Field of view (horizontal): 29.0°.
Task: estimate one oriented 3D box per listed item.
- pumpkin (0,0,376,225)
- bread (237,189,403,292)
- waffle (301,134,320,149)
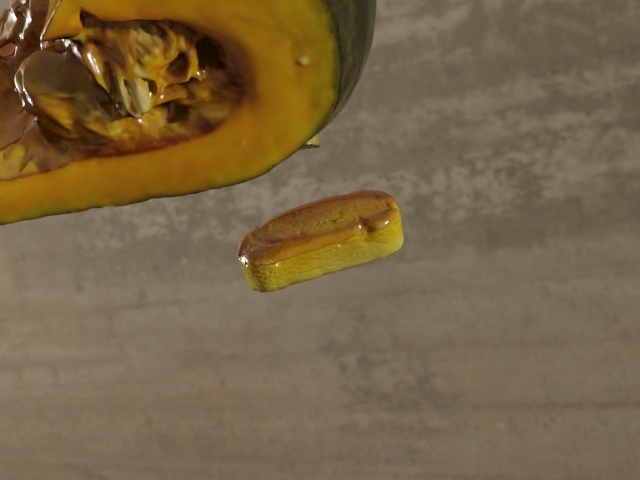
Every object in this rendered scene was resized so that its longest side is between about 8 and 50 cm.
[{"bbox_3d":[-0.111,-0.122,0.622,0.281,0.190,0.139,-9,45,5],"label":"pumpkin"},{"bbox_3d":[0.000,0.000,1.798,0.246,0.094,0.102,-17,33,-4],"label":"bread"},{"bbox_3d":[-0.139,-0.166,1.343,0.274,0.168,0.057,-5,3,21],"label":"waffle"}]
